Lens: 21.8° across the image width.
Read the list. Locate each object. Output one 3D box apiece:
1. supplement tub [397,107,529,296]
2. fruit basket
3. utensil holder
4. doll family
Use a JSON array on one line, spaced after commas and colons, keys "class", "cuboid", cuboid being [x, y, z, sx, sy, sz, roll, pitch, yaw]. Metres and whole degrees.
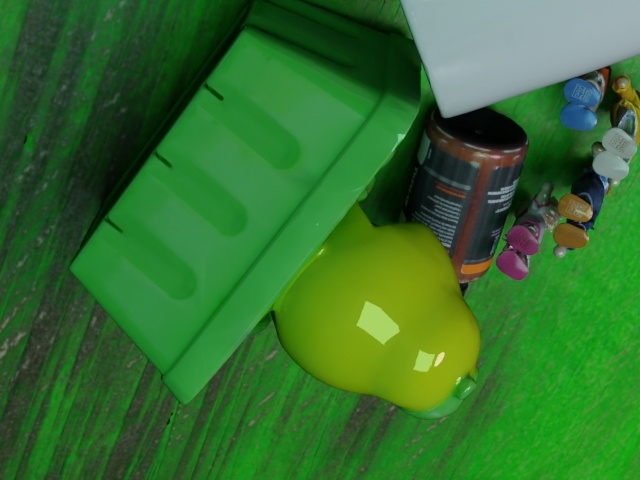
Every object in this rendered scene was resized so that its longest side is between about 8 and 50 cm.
[{"class": "supplement tub", "cuboid": [0.134, -0.030, 1.662, 0.106, 0.106, 0.198, 7, 119, -14]}, {"class": "fruit basket", "cuboid": [0.000, 0.000, 1.550, 0.392, 0.283, 0.392, 1, 113, 4]}, {"class": "utensil holder", "cuboid": [0.230, -0.309, 1.383, 0.385, 0.327, 0.327, -19, 123, 5]}, {"class": "doll family", "cuboid": [0.270, -0.067, 1.638, 0.118, 0.163, 0.263, 24, 115, 6]}]
